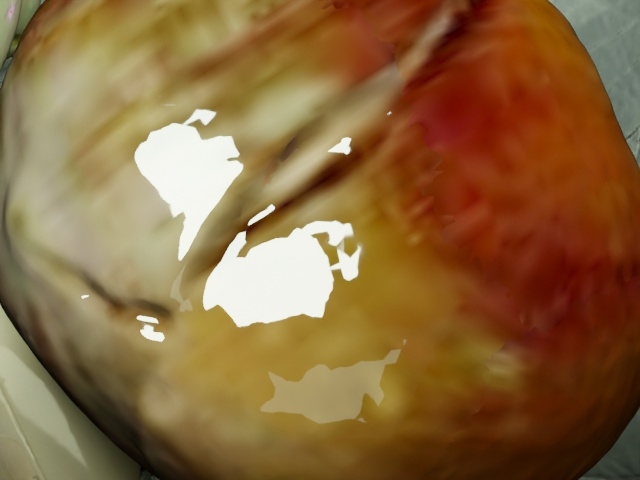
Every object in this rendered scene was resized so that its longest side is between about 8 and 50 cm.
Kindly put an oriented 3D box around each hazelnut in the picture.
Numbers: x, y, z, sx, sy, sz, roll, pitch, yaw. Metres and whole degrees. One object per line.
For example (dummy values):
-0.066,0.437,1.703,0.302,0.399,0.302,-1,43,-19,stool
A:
0.000,0.000,0.877,0.372,0.372,0.315,27,125,-19,hazelnut

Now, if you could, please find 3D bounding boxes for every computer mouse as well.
-0.148,0.102,0.974,0.082,0.145,0.236,-23,108,1,computer mouse

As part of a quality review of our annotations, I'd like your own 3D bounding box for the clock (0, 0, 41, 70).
-0.270,-0.122,0.800,0.284,0.114,0.309,4,138,-33,clock
